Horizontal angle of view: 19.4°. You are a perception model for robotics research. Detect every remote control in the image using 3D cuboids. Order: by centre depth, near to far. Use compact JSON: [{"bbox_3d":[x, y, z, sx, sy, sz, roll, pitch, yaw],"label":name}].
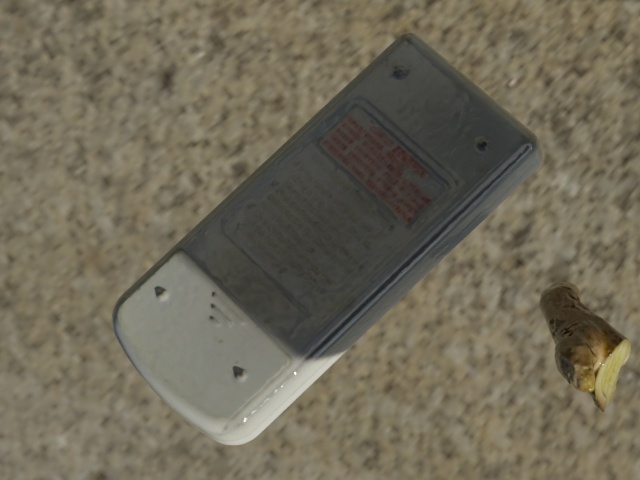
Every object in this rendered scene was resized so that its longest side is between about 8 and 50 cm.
[{"bbox_3d":[0.000,0.000,0.798,0.087,0.190,0.029,42,172,26],"label":"remote control"}]

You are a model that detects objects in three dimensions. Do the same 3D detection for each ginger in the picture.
[{"bbox_3d":[0.128,0.049,0.882,0.030,0.097,0.048,-41,107,15],"label":"ginger"}]
